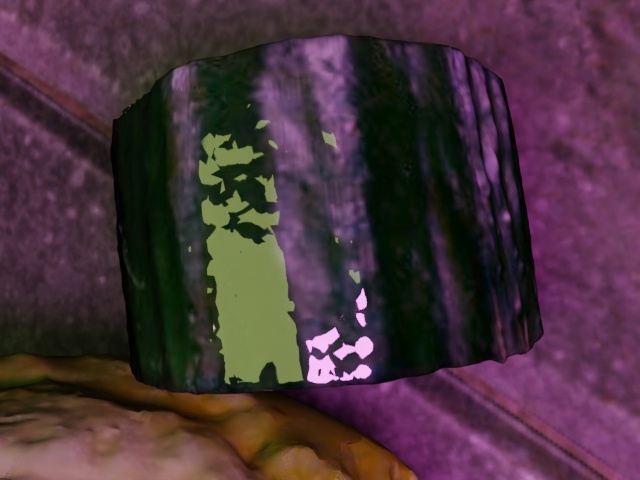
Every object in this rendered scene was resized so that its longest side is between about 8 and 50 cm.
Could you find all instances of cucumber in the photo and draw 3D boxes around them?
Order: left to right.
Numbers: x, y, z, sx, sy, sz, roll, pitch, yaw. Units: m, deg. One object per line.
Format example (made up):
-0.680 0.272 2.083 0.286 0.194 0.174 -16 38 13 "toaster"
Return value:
-0.009 0.000 0.461 0.191 0.191 0.130 -9 81 26 "cucumber"

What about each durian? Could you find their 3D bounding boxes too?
-0.120 0.154 0.479 0.256 0.340 0.204 180 91 -65 "durian"
